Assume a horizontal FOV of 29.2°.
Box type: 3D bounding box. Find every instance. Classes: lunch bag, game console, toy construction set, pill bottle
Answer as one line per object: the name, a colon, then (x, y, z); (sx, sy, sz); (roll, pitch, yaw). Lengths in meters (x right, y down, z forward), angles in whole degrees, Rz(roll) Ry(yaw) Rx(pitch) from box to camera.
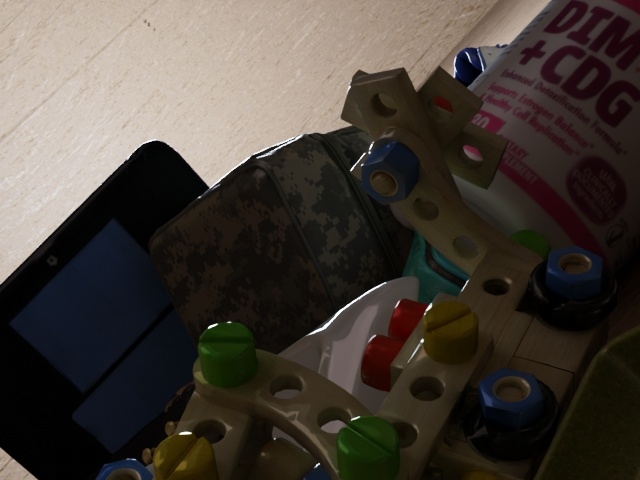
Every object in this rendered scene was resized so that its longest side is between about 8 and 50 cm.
lunch bag: (0.000, 0.000, 1.366); (0.256, 0.212, 0.305); (-28, -3, -39)
game console: (-0.222, 0.123, 1.475); (0.386, 0.342, 0.060); (-47, 32, -12)
toy construction set: (0.038, 0.055, 0.671); (0.328, 0.215, 0.151); (-61, -27, -30)
pill bottle: (0.207, -0.101, 0.850); (0.283, 0.160, 0.160); (-47, 6, -10)

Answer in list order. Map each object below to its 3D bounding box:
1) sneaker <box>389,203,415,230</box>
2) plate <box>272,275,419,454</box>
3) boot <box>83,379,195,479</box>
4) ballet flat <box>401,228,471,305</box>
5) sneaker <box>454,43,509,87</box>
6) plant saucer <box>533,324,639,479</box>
sneaker: (0.171, -0.120, 1.217); (0.256, 0.094, 0.151); (-37, -22, -19)
plate: (-0.045, 0.179, 0.799); (0.277, 0.045, 0.278); (-38, 31, 49)
boot: (-0.183, 0.277, 1.145); (0.284, 0.138, 0.377); (-42, 1, 27)
ballet flat: (0.107, 0.026, 1.101); (0.087, 0.083, 0.247); (-58, 0, 19)
sneaker: (0.238, -0.206, 1.501); (0.296, 0.131, 0.112); (-48, 5, -34)
plant saucer: (0.162, 0.083, 0.492); (0.188, 0.045, 0.188); (-38, 10, 47)
